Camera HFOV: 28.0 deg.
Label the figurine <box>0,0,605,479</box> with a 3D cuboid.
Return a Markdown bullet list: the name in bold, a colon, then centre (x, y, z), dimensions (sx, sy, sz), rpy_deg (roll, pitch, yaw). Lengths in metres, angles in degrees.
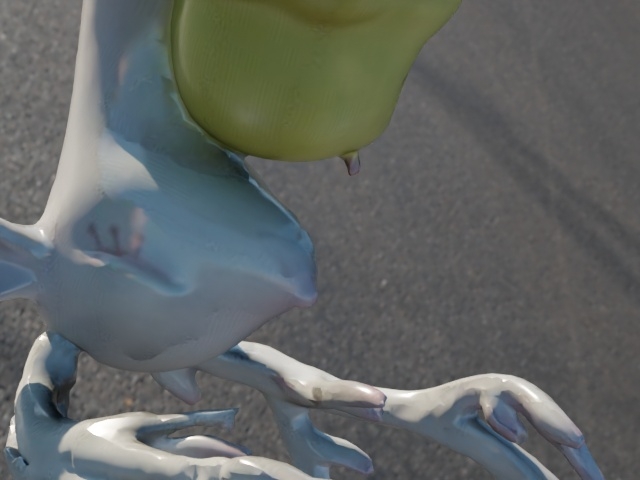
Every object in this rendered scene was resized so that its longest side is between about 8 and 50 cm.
- **figurine**: centre (-0.012, 0.002, 0.400), dimensions (0.284, 0.315, 0.206), rpy_deg (38, 42, 25)
